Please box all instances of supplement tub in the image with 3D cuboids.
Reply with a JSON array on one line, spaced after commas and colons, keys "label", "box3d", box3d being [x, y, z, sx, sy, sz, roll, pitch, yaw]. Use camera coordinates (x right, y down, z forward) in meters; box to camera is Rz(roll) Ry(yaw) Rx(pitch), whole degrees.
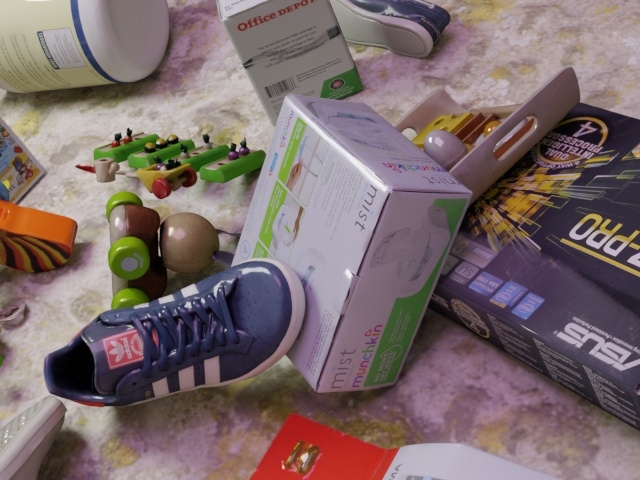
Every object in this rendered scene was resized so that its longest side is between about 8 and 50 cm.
[{"label": "supplement tub", "box3d": [-0.442, -0.368, 1.845, 0.324, 0.235, 0.235, -2, 49, 22]}]

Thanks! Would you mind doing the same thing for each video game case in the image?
[{"label": "video game case", "box3d": [-0.553, -0.101, 1.673, 0.026, 0.206, 0.227, 9, 53, 46]}]

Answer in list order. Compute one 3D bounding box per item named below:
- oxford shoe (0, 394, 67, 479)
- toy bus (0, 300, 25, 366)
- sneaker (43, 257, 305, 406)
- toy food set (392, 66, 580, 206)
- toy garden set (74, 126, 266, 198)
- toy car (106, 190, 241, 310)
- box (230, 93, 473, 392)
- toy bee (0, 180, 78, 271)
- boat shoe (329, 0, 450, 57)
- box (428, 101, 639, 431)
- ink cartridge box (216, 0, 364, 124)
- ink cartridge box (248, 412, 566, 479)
[{"label": "oxford shoe", "box3d": [-0.399, 0.364, 1.250, 0.169, 0.130, 0.449, -37, 19, 40]}, {"label": "toy bus", "box3d": [-0.522, 0.128, 1.494, 0.190, 0.104, 0.202, -20, 28, 11]}, {"label": "sneaker", "box3d": [-0.178, 0.117, 1.275, 0.350, 0.148, 0.131, -28, 71, 31]}, {"label": "toy food set", "box3d": [0.158, -0.131, 1.398, 0.219, 0.092, 0.306, -42, 19, -17]}, {"label": "toy garden set", "box3d": [-0.233, -0.123, 1.593, 0.244, 0.049, 0.203, 11, 24, 31]}, {"label": "toy car", "box3d": [-0.187, 0.020, 1.481, 0.188, 0.149, 0.155, -3, 31, -11]}, {"label": "box", "box3d": [0.022, 0.001, 1.279, 0.126, 0.262, 0.231, 0, 30, -36]}, {"label": "toy bee", "box3d": [-0.510, -0.024, 1.598, 0.162, 0.298, 0.195, -48, 8, 42]}, {"label": "boat shoe", "box3d": [0.080, -0.355, 1.703, 0.254, 0.095, 0.079, 22, 63, 35]}, {"label": "box", "box3d": [0.319, 0.008, 1.229, 0.318, 0.097, 0.395, -42, 37, -13]}, {"label": "ink cartridge box", "box3d": [-0.044, -0.291, 1.619, 0.153, 0.208, 0.087, -20, 45, 5]}, {"label": "ink cartridge box", "box3d": [0.037, 0.329, 1.105, 0.384, 0.091, 0.308, 15, 57, 32]}]
